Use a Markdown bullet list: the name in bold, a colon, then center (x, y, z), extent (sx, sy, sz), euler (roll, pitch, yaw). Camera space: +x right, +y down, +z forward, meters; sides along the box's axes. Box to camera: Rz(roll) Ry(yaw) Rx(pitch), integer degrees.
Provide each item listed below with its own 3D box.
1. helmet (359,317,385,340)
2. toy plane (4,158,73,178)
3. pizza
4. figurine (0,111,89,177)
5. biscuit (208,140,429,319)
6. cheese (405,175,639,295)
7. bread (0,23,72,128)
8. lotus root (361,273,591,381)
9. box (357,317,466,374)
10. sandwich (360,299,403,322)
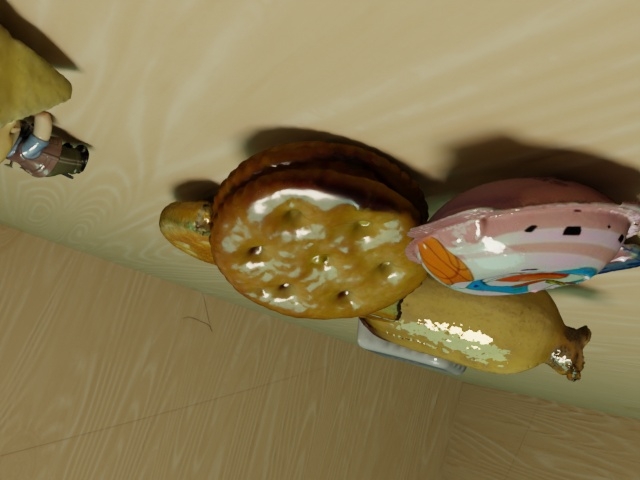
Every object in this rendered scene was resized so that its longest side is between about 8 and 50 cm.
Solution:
- **helmet**: center (0.147, 0.108, 0.883), extent (0.175, 0.106, 0.155), euler (28, 161, -32)
- **toy plane**: center (-0.438, -0.119, 0.844), extent (0.121, 0.031, 0.049), euler (13, 175, 5)
- **pizza**: center (-0.123, -0.001, 0.820), extent (0.229, 0.081, 0.289), euler (25, 167, -6)
- **figurine**: center (-0.364, -0.121, 0.640), extent (0.114, 0.108, 0.196), euler (20, -171, 33)
- **biscuit**: center (0.000, 0.000, 0.540), extent (0.220, 0.066, 0.220), euler (1, 141, 1)
- **cheese**: center (0.188, 0.007, 0.471), extent (0.286, 0.074, 0.189), euler (13, 159, -41)
- **bread**: center (-0.357, -0.156, 0.439), extent (0.266, 0.142, 0.178), euler (11, 150, 18)
- **lotus root**: center (0.182, 0.086, 0.701), extent (0.303, 0.131, 0.146), euler (13, -171, 18)
- **box**: center (0.227, 0.245, 1.348), extent (0.337, 0.106, 0.264), euler (6, 163, 35)
- **sandwich**: center (-0.005, 0.010, 0.654), extent (0.187, 0.117, 0.144), euler (26, 162, -28)
